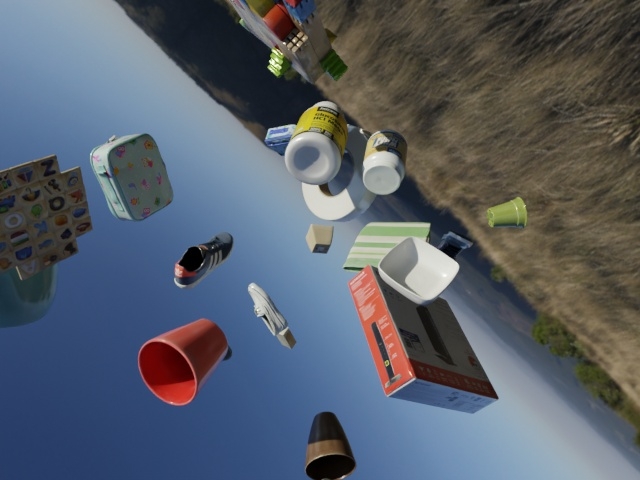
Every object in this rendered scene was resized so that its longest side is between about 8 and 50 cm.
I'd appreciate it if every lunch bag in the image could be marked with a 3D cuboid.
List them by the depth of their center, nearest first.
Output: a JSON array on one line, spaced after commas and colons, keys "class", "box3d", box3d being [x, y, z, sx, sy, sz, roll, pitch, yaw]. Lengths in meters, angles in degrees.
[{"class": "lunch bag", "box3d": [-0.637, -0.215, 1.369, 0.108, 0.279, 0.224, 7, -146, 27]}, {"class": "lunch bag", "box3d": [-0.154, -0.488, 1.986, 0.219, 0.090, 0.176, 3, 162, 38]}]

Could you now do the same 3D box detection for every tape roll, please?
[{"class": "tape roll", "box3d": [0.079, -0.269, 1.627, 0.072, 0.392, 0.392, 8, -149, -44]}]

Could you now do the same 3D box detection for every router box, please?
[{"class": "router box", "box3d": [0.243, 0.240, 0.978, 0.335, 0.082, 0.301, 25, -147, -35]}]

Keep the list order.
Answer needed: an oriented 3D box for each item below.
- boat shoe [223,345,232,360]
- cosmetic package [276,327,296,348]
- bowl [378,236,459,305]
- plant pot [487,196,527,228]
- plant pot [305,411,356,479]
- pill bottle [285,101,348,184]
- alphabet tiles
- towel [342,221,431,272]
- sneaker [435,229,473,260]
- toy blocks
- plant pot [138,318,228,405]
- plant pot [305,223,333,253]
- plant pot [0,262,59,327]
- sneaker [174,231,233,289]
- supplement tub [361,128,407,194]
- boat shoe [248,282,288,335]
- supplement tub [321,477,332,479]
[{"class": "boat shoe", "box3d": [-0.573, 0.545, 2.097, 0.099, 0.116, 0.319, 8, 149, 52]}, {"class": "cosmetic package", "box3d": [-0.150, 0.407, 1.719, 0.060, 0.041, 0.115, 17, 144, 33]}, {"class": "bowl", "box3d": [0.206, 0.071, 0.867, 0.142, 0.142, 0.053, 35, 143, 27]}, {"class": "plant pot", "box3d": [0.483, -0.066, 1.058, 0.083, 0.079, 0.083, -10, -90, -84]}, {"class": "plant pot", "box3d": [0.033, 0.882, 1.770, 0.215, 0.215, 0.230, 39, -158, -26]}, {"class": "pill bottle", "box3d": [-0.002, -0.359, 1.430, 0.188, 0.188, 0.334, 40, -143, -22]}, {"class": "alphabet tiles", "box3d": [-0.766, -0.056, 1.096, 0.011, 0.342, 0.285, 28, -139, 17]}, {"class": "towel", "box3d": [0.230, 0.019, 1.310, 0.325, 0.248, 0.038, -58, -34, -57]}, {"class": "sneaker", "box3d": [0.523, 0.058, 1.674, 0.124, 0.178, 0.295, 29, 179, 9]}, {"class": "toy blocks", "box3d": [-0.118, -0.579, 1.025, 0.381, 0.191, 0.261, 46, -176, 20]}, {"class": "plant pot", "box3d": [-0.502, 0.438, 1.540, 0.275, 0.275, 0.243, 43, -152, 4]}, {"class": "plant pot", "box3d": [0.000, 0.000, 1.846, 0.109, 0.109, 0.096, 4, -127, -16]}, {"class": "plant pot", "box3d": [-1.073, 0.161, 1.407, 0.293, 0.235, 0.293, 4, -168, -1]}, {"class": "sneaker", "box3d": [-0.502, 0.053, 1.774, 0.131, 0.148, 0.350, 22, -133, 13]}, {"class": "supplement tub", "box3d": [0.217, -0.265, 1.370, 0.144, 0.144, 0.200, 39, -137, -25]}, {"class": "boat shoe", "box3d": [-0.220, 0.271, 1.589, 0.226, 0.076, 0.083, 49, 150, 4]}, {"class": "supplement tub", "box3d": [-0.039, 1.006, 1.377, 0.228, 0.316, 0.228, 45, 180, 0]}]
